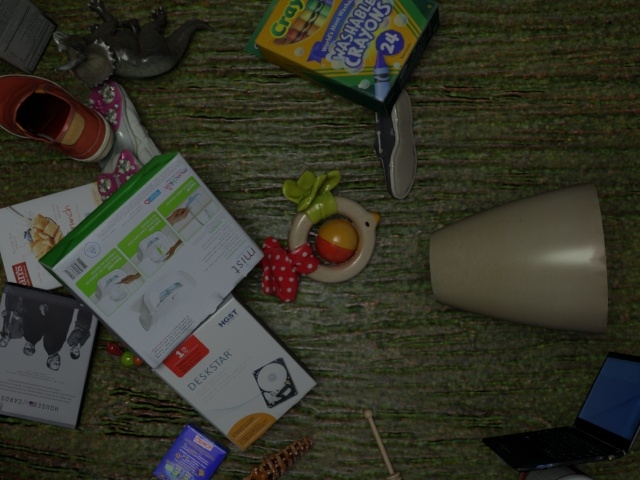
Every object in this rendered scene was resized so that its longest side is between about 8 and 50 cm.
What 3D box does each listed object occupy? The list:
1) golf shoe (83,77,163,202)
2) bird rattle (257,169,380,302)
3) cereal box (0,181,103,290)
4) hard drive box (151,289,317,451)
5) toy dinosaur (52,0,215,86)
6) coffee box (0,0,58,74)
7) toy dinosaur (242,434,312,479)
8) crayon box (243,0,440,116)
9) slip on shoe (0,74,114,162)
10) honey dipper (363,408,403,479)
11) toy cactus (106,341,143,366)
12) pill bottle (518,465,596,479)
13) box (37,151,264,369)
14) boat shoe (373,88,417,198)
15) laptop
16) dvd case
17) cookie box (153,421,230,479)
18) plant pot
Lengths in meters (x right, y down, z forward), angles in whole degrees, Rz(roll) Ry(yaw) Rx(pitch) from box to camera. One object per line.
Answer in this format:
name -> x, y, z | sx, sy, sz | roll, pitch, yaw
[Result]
golf shoe -> -0.353, -0.162, 1.261 | 0.115, 0.140, 0.306 | -32, 63, 23
bird rattle -> 0.000, 0.000, 1.231 | 0.207, 0.143, 0.253 | 18, 88, -14
cereal box -> -0.474, -0.003, 1.269 | 0.240, 0.047, 0.173 | -17, 86, -1
hard drive box -> -0.152, 0.220, 1.180 | 0.181, 0.089, 0.232 | -43, 113, -3
toy dinosaur -> -0.349, -0.355, 1.266 | 0.314, 0.121, 0.160 | -6, 71, -34
coffee box -> -0.612, -0.412, 1.182 | 0.168, 0.297, 0.119 | 27, 89, 2
toy dinosaur -> -0.113, 0.495, 1.180 | 0.218, 0.164, 0.322 | 31, 108, 19
crayon box -> 0.027, -0.389, 1.247 | 0.323, 0.083, 0.203 | 28, 86, 16
slip on shoe -> -0.510, -0.234, 1.223 | 0.331, 0.101, 0.123 | 27, 89, 30
honey dipper -> 0.113, 0.385, 1.240 | 0.030, 0.030, 0.160 | -23, 83, -1
toy cactus -> -0.258, 0.183, 1.239 | 0.219, 0.112, 0.180 | -38, 104, -5
pill bottle -> 0.415, 0.442, 1.134 | 0.121, 0.221, 0.121 | 0, 85, 0
box -> -0.265, 0.029, 1.099 | 0.262, 0.127, 0.231 | -48, 117, -19
boat shoe -> 0.135, -0.179, 1.283 | 0.065, 0.075, 0.206 | -1, 90, 44
laptop -> 0.417, 0.279, 1.142 | 0.264, 0.234, 0.136 | -8, 84, 0
dvd case -> -0.508, 0.210, 1.239 | 0.179, 0.029, 0.238 | 13, 95, -3
cookie box -> -0.233, 0.401, 1.236 | 0.092, 0.040, 0.107 | 35, 87, 4
plant pot -> 0.334, 0.040, 1.177 | 0.274, 0.256, 0.256 | -5, 85, 16
